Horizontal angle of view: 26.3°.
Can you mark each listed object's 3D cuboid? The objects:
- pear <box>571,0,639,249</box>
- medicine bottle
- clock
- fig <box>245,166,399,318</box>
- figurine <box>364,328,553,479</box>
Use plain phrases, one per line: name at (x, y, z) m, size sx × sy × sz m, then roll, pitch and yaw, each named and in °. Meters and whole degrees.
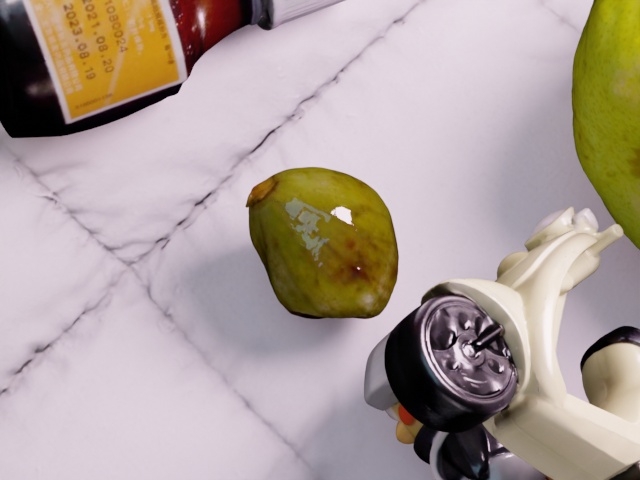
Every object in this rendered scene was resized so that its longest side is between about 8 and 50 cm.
pear at (0.419, -0.146, 1.211) m, size 0.391 × 0.391 × 0.391 m, roll -2°, pitch 71°, yaw 5°
medicine bottle at (-0.159, -0.263, 1.393) m, size 0.395 × 0.242 × 0.242 m, roll -22°, pitch 69°, yaw -17°
clock at (0.241, 0.122, 1.165) m, size 0.379 × 0.120 × 0.276 m, roll 38°, pitch 46°, yaw -12°
fig at (0.000, 0.000, 1.315) m, size 0.144 × 0.165 × 0.154 m, roll -14°, pitch 33°, yaw 36°
figurine at (0.142, 0.174, 1.236) m, size 0.133 × 0.176 × 0.236 m, roll -35°, pitch 62°, yaw 11°
